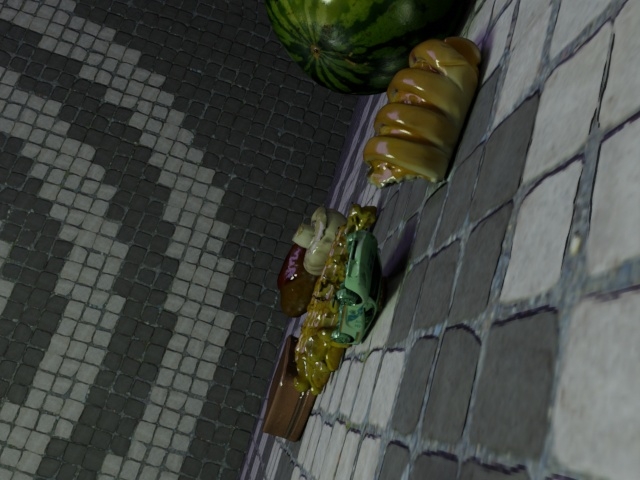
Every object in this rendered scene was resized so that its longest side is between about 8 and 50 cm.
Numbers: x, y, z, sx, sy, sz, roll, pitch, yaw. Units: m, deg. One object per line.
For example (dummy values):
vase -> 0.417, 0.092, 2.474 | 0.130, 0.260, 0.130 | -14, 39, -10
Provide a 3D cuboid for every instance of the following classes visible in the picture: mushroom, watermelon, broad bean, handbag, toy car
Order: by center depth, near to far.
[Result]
toy car -> 0.047, 0.061, 0.658 | 0.186, 0.058, 0.093 | 92, -168, -57
watermelon -> 0.063, -0.352, 0.771 | 0.285, 0.286, 0.284 | -162, 90, -87
handbag -> -0.051, 0.271, 1.029 | 0.193, 0.072, 0.151 | -98, 27, -78
mushroom -> 0.000, 0.000, 1.227 | 0.154, 0.123, 0.154 | -165, 90, -80
broad bean -> -0.043, 0.091, 1.429 | 0.156, 0.122, 0.228 | -83, 15, -61

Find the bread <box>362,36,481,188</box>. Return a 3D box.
bread -> 0.104, -0.130, 0.591 | 0.119, 0.084, 0.177 | -136, 69, -86

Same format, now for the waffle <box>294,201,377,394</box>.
waffle -> 0.014, 0.099, 0.916 | 0.292, 0.069, 0.259 | -74, 5, -50
